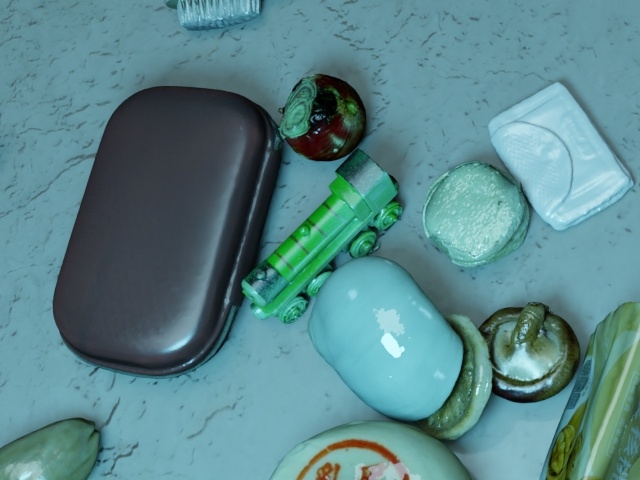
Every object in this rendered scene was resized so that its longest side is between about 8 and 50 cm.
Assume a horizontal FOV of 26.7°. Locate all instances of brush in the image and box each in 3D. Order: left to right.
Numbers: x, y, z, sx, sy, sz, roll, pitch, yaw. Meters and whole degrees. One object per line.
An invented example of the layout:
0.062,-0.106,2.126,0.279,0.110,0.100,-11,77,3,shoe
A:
-0.062,-0.349,1.902,0.327,0.070,0.065,-9,84,13,brush

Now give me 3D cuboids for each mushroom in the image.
0.239,0.134,1.581,0.127,0.087,0.127,-8,62,16,mushroom

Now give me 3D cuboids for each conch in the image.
0.069,0.120,1.612,0.121,0.185,0.221,-18,36,-29,conch

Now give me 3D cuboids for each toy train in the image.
0.000,0.000,1.701,0.251,0.119,0.085,-45,63,-5,toy train

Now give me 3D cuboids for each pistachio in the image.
-0.358,0.294,1.710,0.185,0.126,0.108,-33,105,-1,pistachio

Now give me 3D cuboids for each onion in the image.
0.006,-0.158,1.772,0.118,0.118,0.117,12,76,23,onion

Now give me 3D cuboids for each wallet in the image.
0.298,-0.107,1.694,0.124,0.032,0.183,-30,61,2,wallet

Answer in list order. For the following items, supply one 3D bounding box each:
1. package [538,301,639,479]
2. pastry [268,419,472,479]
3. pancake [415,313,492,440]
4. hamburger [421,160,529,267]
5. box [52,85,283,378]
0.336,0.249,1.460,0.165,0.221,0.311,20,76,3,package
0.058,0.327,1.540,0.265,0.133,0.265,-5,71,16,pastry
0.148,0.161,1.599,0.151,0.025,0.151,-19,67,53,pancake
0.192,-0.035,1.682,0.133,0.062,0.140,-34,64,4,hamburger
-0.202,-0.016,1.779,0.263,0.108,0.404,9,72,21,box
